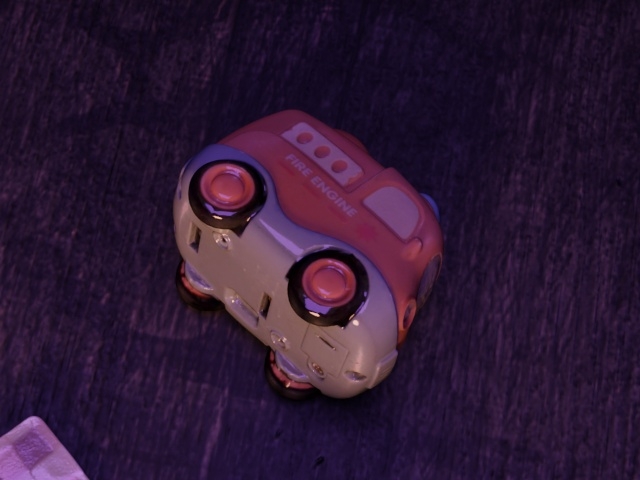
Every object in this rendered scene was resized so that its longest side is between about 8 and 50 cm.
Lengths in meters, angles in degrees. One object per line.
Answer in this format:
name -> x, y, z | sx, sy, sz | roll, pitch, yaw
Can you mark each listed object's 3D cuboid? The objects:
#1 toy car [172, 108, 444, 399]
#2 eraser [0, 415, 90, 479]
toy car -> 0.000, 0.000, 1.355 | 0.270, 0.180, 0.212 | 43, 61, 15
eraser -> -0.252, 0.216, 1.319 | 0.065, 0.026, 0.105 | -34, 73, -19
